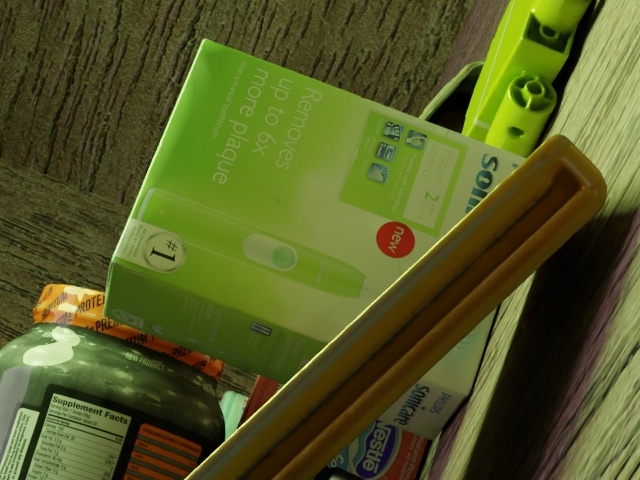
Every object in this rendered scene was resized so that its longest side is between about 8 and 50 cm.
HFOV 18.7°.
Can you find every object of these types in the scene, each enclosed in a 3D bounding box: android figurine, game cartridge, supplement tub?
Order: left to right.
[{"bbox_3d":[-0.202,0.220,1.577,0.207,0.207,0.338,114,174,-78],"label":"supplement tub"},{"bbox_3d":[0.042,0.065,1.169,0.285,0.053,0.324,-43,-5,-1],"label":"game cartridge"},{"bbox_3d":[0.186,-0.173,1.666,0.273,0.056,0.248,113,178,-55],"label":"android figurine"}]

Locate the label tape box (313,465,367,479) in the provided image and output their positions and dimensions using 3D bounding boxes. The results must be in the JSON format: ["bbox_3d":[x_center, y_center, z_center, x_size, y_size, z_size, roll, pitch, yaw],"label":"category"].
[{"bbox_3d":[0.007,0.248,1.005,0.334,0.106,0.241,78,-147,-86],"label":"label tape box"}]

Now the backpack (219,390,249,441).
[{"bbox_3d":[-0.058,0.278,2.313,0.225,0.191,0.253,111,-175,-52],"label":"backpack"}]

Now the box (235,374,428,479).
[{"bbox_3d":[0.016,0.142,1.623,0.142,0.154,0.300,113,177,-78],"label":"box"}]

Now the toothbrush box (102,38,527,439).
[{"bbox_3d":[0.000,0.000,1.506,0.122,0.283,0.206,115,176,-66],"label":"toothbrush box"}]

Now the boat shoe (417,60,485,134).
[{"bbox_3d":[0.109,-0.059,1.887,0.103,0.113,0.302,104,-174,-46],"label":"boat shoe"}]
